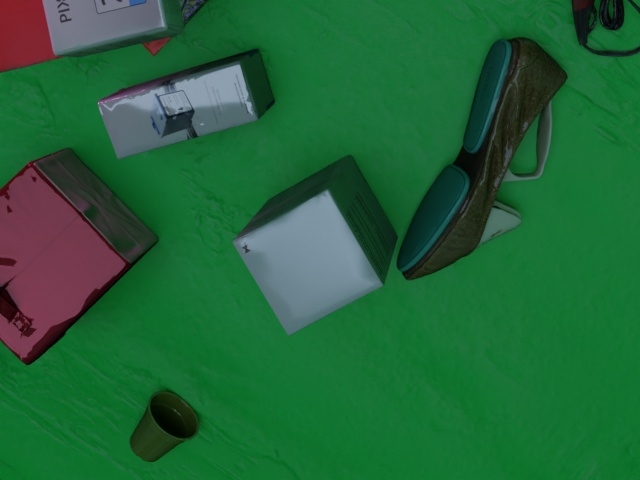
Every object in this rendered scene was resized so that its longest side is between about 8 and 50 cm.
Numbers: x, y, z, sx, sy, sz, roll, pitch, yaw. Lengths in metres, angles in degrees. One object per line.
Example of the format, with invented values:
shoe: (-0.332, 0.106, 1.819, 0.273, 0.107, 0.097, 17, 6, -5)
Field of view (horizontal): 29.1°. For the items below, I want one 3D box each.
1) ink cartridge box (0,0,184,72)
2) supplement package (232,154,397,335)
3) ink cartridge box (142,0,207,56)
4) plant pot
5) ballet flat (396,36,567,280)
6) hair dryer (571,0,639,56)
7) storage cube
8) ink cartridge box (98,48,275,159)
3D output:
ink cartridge box: (-0.306, -0.349, 1.363, 0.261, 0.066, 0.296, -10, 94, 15)
supplement package: (0.000, 0.000, 1.533, 0.139, 0.244, 0.134, -29, 98, 14)
ink cartridge box: (-0.202, -0.300, 1.598, 0.115, 0.029, 0.063, -44, 94, 14)
plant pot: (-0.226, 0.267, 1.721, 0.083, 0.083, 0.079, 41, 118, -3)
ballet flat: (0.218, -0.087, 1.567, 0.124, 0.116, 0.342, 19, 102, -17)
hair dryer: (0.319, -0.357, 1.455, 0.293, 0.080, 0.224, 27, 104, -17)
storage cube: (-0.354, 0.016, 1.605, 0.193, 0.215, 0.184, -43, 94, 9)
ink cartridge box: (-0.167, -0.176, 1.567, 0.190, 0.139, 0.082, -16, 103, 12)
